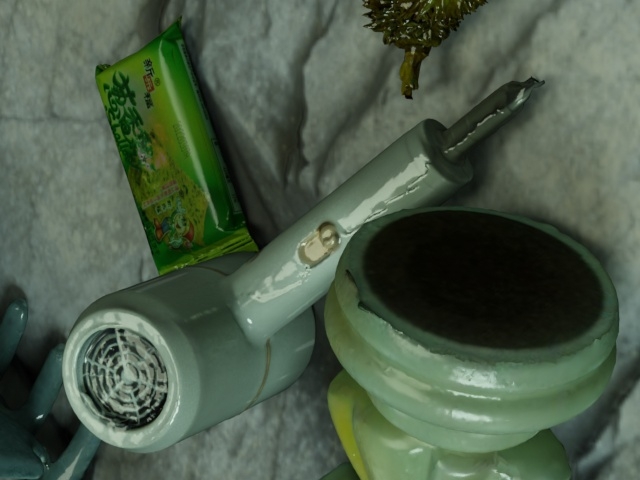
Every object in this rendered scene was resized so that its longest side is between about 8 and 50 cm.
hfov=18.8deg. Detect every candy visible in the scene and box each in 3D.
[{"bbox_3d":[-0.106,-0.060,1.380,0.102,0.032,0.178,-24,82,43],"label":"candy"}]

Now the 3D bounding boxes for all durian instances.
[{"bbox_3d":[0.048,-0.187,1.164,0.146,0.102,0.208,17,113,35],"label":"durian"}]

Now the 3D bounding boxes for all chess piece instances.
[{"bbox_3d":[0.073,0.139,1.178,0.176,0.176,0.298,34,131,35],"label":"chess piece"}]

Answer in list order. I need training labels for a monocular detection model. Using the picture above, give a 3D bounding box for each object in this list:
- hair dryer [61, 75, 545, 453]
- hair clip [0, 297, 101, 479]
[{"bbox_3d":[0.000,0.000,1.220,0.357,0.173,0.107,-40,82,27],"label":"hair dryer"},{"bbox_3d":[-0.353,0.123,1.509,0.318,0.238,0.392,41,124,30],"label":"hair clip"}]
